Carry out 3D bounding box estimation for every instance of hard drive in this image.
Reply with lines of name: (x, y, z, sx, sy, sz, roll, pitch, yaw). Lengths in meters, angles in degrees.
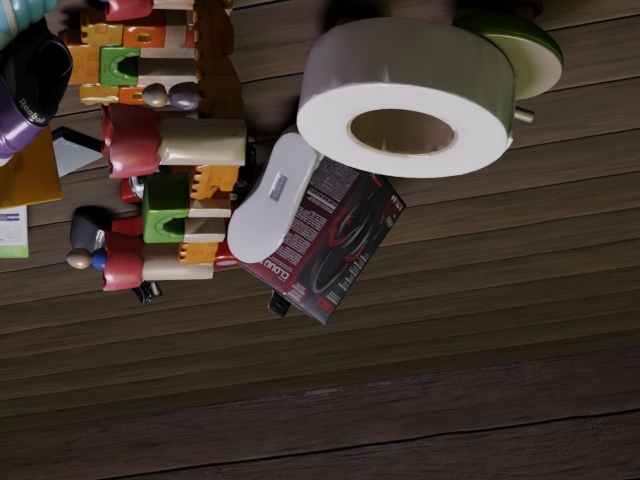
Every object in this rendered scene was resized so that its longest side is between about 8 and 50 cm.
hard drive: (-0.423, -0.137, 1.864, 0.135, 0.022, 0.094, -20, 155, 33)

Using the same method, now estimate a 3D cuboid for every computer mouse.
computer mouse: (-0.389, 0.050, 2.182, 0.184, 0.060, 0.262, 33, 163, 11)

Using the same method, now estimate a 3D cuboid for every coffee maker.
coffee maker: (-0.204, -0.117, 1.841, 0.178, 0.120, 0.171, -9, 160, 10)

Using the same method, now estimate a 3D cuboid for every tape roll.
tape roll: (0.114, -0.184, 1.547, 0.286, 0.100, 0.286, 7, 159, 3)

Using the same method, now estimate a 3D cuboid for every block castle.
block castle: (-0.232, -0.143, 1.506, 0.213, 0.303, 0.453, -1, 158, -12)

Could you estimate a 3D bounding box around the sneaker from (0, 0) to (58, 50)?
sneaker: (-0.397, -0.341, 1.226, 0.208, 0.127, 0.319, -35, 135, -9)

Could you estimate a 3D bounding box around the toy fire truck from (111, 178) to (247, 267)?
toy fire truck: (-0.211, -0.022, 2.046, 0.302, 0.169, 0.254, -8, 170, 7)

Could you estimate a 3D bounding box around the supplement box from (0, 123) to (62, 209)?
supplement box: (-0.476, -0.130, 1.549, 0.194, 0.191, 0.129, -7, -175, 29)

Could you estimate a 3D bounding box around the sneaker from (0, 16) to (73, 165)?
sneaker: (-0.334, -0.207, 1.364, 0.124, 0.283, 0.107, -29, 130, 21)

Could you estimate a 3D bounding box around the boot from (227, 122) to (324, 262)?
boot: (-0.056, -0.084, 1.850, 0.258, 0.095, 0.123, -58, 175, 30)

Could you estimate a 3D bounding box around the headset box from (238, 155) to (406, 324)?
headset box: (0.000, 0.000, 1.974, 0.110, 0.293, 0.218, 32, 174, 26)

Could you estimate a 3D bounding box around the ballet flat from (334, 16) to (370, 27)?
ballet flat: (0.071, -0.253, 1.650, 0.073, 0.080, 0.232, 18, 163, 19)

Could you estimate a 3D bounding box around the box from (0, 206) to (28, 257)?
box: (-0.626, -0.047, 2.007, 0.232, 0.058, 0.322, 0, 158, -14)

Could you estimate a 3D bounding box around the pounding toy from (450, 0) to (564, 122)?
pounding toy: (0.235, -0.267, 1.583, 0.183, 0.110, 0.237, 8, 160, 0)
